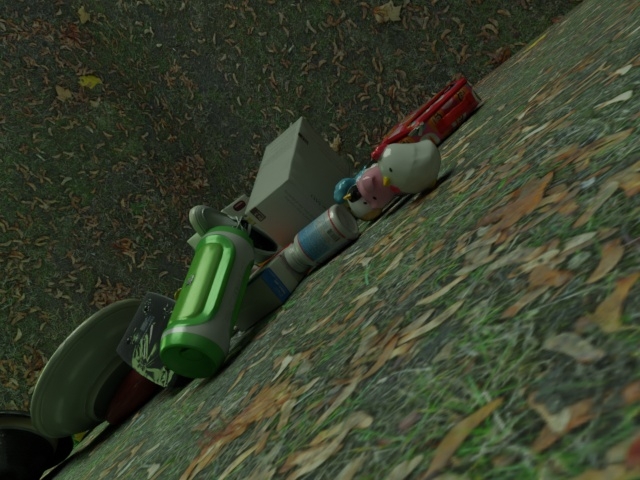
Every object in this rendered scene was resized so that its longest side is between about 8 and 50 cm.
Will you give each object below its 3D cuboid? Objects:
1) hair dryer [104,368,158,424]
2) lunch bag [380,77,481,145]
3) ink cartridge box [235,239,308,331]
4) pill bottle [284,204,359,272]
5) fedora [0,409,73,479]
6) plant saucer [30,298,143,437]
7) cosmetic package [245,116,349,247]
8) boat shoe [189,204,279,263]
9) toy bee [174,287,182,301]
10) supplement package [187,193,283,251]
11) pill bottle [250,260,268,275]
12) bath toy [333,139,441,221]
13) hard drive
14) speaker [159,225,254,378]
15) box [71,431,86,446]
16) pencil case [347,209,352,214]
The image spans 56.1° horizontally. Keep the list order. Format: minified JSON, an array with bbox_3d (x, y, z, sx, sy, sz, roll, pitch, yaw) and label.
[{"bbox_3d":[-0.423,0.355,1.533,0.293,0.080,0.223,-41,-17,-29],"label":"hair dryer"},{"bbox_3d":[0.338,-0.351,1.787,0.293,0.120,0.258,-44,10,-25],"label":"lunch bag"},{"bbox_3d":[-0.111,0.094,1.347,0.134,0.078,0.231,-37,6,27],"label":"ink cartridge box"},{"bbox_3d":[0.000,0.000,1.299,0.160,0.087,0.087,-37,6,26],"label":"pill bottle"},{"bbox_3d":[-0.808,0.579,1.545,0.334,0.334,0.152,-38,39,25],"label":"fedora"},{"bbox_3d":[-0.533,0.343,1.526,0.400,0.101,0.400,-50,-21,-28],"label":"plant saucer"},{"bbox_3d":[-0.047,-0.139,1.578,0.156,0.217,0.385,-37,26,23],"label":"cosmetic package"},{"bbox_3d":[-0.180,-0.021,1.313,0.081,0.227,0.079,-23,51,32],"label":"boat shoe"},{"bbox_3d":[-0.280,0.150,1.625,0.195,0.162,0.298,7,-9,-27],"label":"toy bee"},{"bbox_3d":[-0.253,0.024,1.937,0.204,0.262,0.145,-37,6,33],"label":"supplement package"},{"bbox_3d":[-0.173,0.094,1.572,0.119,0.119,0.208,-39,5,12],"label":"pill bottle"},{"bbox_3d":[0.126,-0.124,1.245,0.348,0.129,0.151,158,127,-76],"label":"bath toy"},{"bbox_3d":[-0.344,0.217,1.321,0.255,0.054,0.172,14,74,47],"label":"hard drive"},{"bbox_3d":[-0.212,0.111,1.163,0.131,0.131,0.296,-36,29,37],"label":"speaker"},{"bbox_3d":[-0.747,0.572,1.858,0.105,0.043,0.179,-36,24,37],"label":"box"},{"bbox_3d":[0.012,-0.081,1.811,0.236,0.104,0.104,-29,11,47],"label":"pencil case"}]
